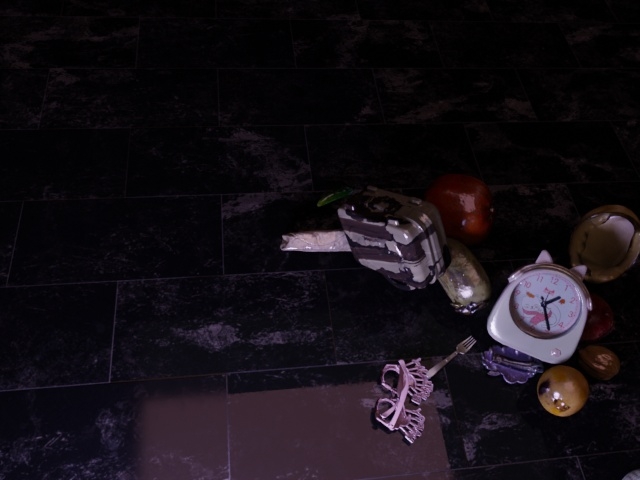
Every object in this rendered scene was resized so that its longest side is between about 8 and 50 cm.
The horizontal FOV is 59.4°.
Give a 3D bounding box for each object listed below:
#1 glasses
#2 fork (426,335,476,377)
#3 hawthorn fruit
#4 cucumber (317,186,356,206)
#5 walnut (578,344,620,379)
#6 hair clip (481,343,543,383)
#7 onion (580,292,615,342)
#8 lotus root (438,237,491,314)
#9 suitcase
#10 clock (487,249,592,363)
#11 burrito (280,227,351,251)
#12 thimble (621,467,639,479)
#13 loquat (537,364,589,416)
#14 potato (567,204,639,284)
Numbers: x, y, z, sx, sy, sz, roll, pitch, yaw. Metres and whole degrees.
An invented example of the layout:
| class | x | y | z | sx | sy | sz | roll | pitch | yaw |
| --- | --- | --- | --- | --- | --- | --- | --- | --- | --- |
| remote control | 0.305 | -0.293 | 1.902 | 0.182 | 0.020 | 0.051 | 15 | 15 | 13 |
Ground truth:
| class | x | y | z | sx | sy | sz | roll | pitch | yaw |
| --- | --- | --- | --- | --- | --- | --- | --- | --- | --- |
| glasses | 0.259 | 0.451 | 1.646 | 0.162 | 0.095 | 0.255 | 25 | 58 | -11 |
| fork | 0.405 | 0.366 | 1.744 | 0.220 | 0.028 | 0.034 | -30 | 73 | -31 |
| hawthorn fruit | 0.451 | -0.108 | 1.961 | 0.301 | 0.254 | 0.254 | 5 | 53 | 29 |
| cucumber | 0.058 | -0.166 | 2.047 | 0.168 | 0.039 | 0.039 | -24 | 63 | -18 |
| walnut | 0.871 | 0.381 | 1.760 | 0.125 | 0.105 | 0.105 | 36 | 61 | 20 |
| hair clip | 0.600 | 0.384 | 1.753 | 0.196 | 0.052 | 0.124 | 10 | 51 | 6 |
| onion | 0.861 | 0.238 | 1.820 | 0.184 | 0.147 | 0.183 | -5 | 55 | 7 |
| lotus root | 0.445 | 0.094 | 1.843 | 0.173 | 0.173 | 0.309 | -24 | 68 | -20 |
| suitcase | 0.245 | 0.003 | 1.795 | 0.194 | 0.339 | 0.352 | -39 | 37 | -23 |
| clock | 0.690 | 0.198 | 1.737 | 0.265 | 0.109 | 0.323 | 24 | 103 | 13 |
| burrito | 0.000 | 0.000 | 1.921 | 0.276 | 0.059 | 0.082 | -1 | 72 | -7 |
| thimble | 0.959 | 0.730 | 1.513 | 0.271 | 0.150 | 0.270 | 3 | 57 | -5 |
| loquat | 0.718 | 0.445 | 1.666 | 0.137 | 0.163 | 0.163 | 18 | 56 | 20 |
| potato | 0.979 | -0.010 | 1.936 | 0.243 | 0.285 | 0.242 | -3 | 31 | 2 |
